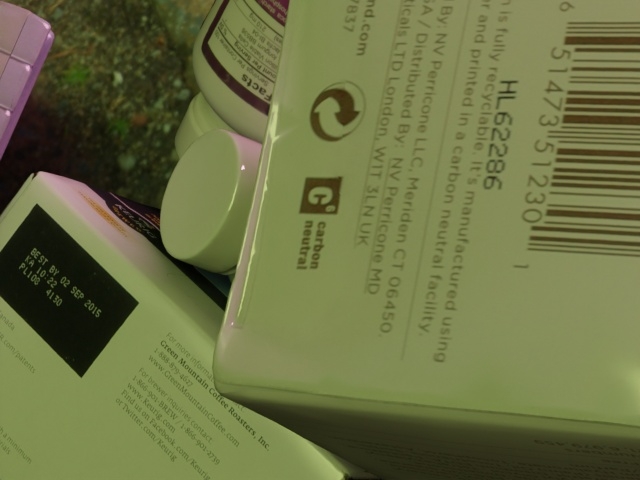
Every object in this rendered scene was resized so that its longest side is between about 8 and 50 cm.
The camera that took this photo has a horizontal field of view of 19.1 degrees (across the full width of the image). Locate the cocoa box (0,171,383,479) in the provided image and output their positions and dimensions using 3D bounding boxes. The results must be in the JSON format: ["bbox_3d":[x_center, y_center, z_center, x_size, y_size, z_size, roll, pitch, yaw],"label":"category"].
[{"bbox_3d":[-0.114,0.151,1.449,0.347,0.228,0.231,42,100,24],"label":"cocoa box"}]

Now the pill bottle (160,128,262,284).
[{"bbox_3d":[0.000,0.000,1.452,0.131,0.229,0.131,-32,48,43],"label":"pill bottle"}]

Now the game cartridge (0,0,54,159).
[{"bbox_3d":[-0.295,-0.062,1.540,0.068,0.355,0.230,29,81,-12],"label":"game cartridge"}]

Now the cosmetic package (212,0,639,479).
[{"bbox_3d":[0.186,0.004,1.226,0.327,0.394,0.329,3,72,28],"label":"cosmetic package"}]

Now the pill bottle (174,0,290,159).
[{"bbox_3d":[0.001,-0.170,1.497,0.169,0.169,0.301,46,124,24],"label":"pill bottle"}]
